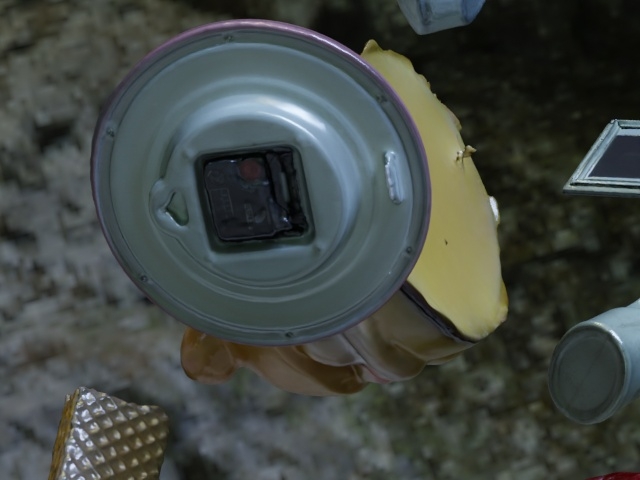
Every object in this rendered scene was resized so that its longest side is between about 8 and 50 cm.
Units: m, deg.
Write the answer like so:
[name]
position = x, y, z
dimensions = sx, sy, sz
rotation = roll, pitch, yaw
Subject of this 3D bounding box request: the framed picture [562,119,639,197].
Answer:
[framed picture]
position = 0.435, -0.090, 2.158
dimensions = 0.293, 0.231, 0.018
rotation = 4, -67, 20

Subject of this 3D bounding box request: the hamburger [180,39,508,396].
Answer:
[hamburger]
position = 0.000, 0.000, 1.574
dimensions = 0.237, 0.276, 0.276
rotation = -25, -102, 27

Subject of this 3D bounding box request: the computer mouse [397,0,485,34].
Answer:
[computer mouse]
position = 0.123, -0.283, 2.025
dimensions = 0.231, 0.079, 0.127
rotation = -41, 129, -70

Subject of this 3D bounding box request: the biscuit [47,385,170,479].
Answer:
[biscuit]
position = -0.190, 0.268, 1.582
dimensions = 0.378, 0.094, 0.054
rotation = -82, -161, -45

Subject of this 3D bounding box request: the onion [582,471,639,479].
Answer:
[onion]
position = 0.269, 0.339, 1.659
dimensions = 0.273, 0.285, 0.273
rotation = -22, -126, 34

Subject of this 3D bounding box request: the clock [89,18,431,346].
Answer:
[clock]
position = -0.042, -0.037, 1.369
dimensions = 0.056, 0.244, 0.244
rotation = -66, 153, -64

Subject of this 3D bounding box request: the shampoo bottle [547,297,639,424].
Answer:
[shampoo bottle]
position = 0.334, 0.100, 1.977
dimensions = 0.087, 0.234, 0.118
rotation = 41, -50, 25
